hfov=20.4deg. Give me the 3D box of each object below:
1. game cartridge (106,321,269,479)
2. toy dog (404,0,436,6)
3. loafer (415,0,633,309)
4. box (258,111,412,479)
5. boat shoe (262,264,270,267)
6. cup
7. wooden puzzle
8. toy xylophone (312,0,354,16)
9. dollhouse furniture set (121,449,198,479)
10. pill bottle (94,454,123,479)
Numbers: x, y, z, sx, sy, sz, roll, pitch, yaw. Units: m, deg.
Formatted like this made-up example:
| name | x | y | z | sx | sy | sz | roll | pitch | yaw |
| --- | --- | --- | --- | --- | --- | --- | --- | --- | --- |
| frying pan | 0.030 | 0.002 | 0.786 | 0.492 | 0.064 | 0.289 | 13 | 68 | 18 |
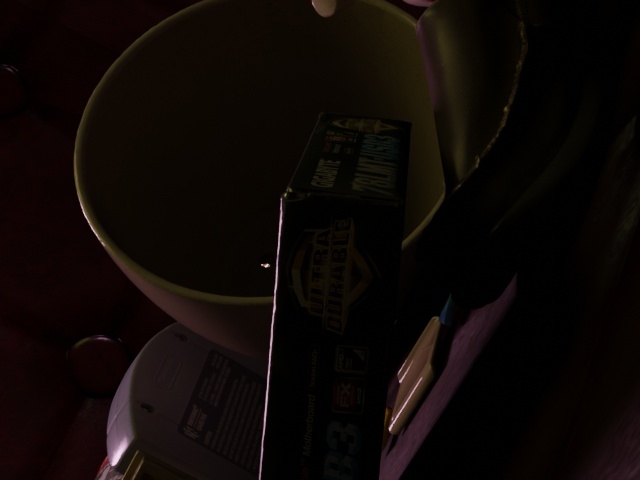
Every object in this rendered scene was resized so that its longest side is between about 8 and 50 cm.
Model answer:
| name | x | y | z | sx | sy | sz | roll | pitch | yaw |
| --- | --- | --- | --- | --- | --- | --- | --- | --- | --- |
| game cartridge | -0.098 | 0.174 | 1.667 | 0.060 | 0.196 | 0.294 | -54 | 6 | 18 |
| toy dog | 0.126 | -0.406 | 1.559 | 0.284 | 0.395 | 0.408 | -150 | 53 | -73 |
| loafer | 0.112 | -0.096 | 1.177 | 0.134 | 0.130 | 0.366 | -60 | 4 | 39 |
| box | 0.007 | 0.088 | 1.056 | 0.295 | 0.073 | 0.293 | -78 | -7 | -77 |
| boat shoe | 0.024 | 0.003 | 2.051 | 0.342 | 0.123 | 0.123 | -52 | 39 | 32 |
| cup | -0.023 | -0.024 | 1.550 | 0.237 | 0.331 | 0.331 | 74 | -145 | -55 |
| wooden puzzle | 0.071 | 0.099 | 1.289 | 0.078 | 0.014 | 0.116 | -75 | 11 | -52 |
| toy xylophone | 0.124 | -0.258 | 1.334 | 0.322 | 0.081 | 0.236 | -21 | -29 | -35 |
| dollhouse furniture set | -0.118 | 0.284 | 1.426 | 0.182 | 0.161 | 0.101 | -62 | 3 | -4 |
| pill bottle | -0.142 | 0.275 | 1.701 | 0.176 | 0.176 | 0.318 | -62 | 4 | 19 |
